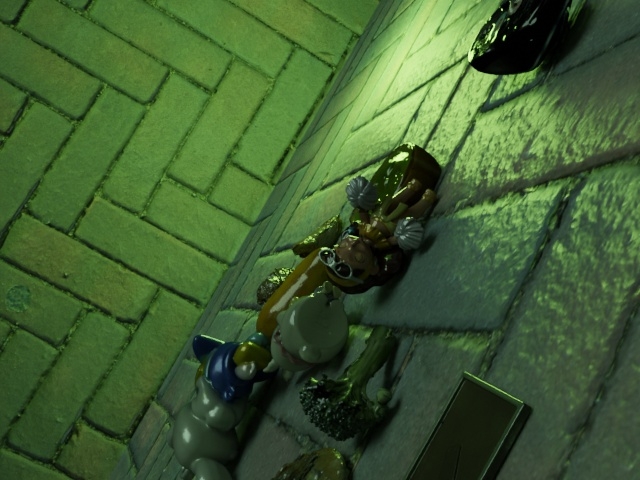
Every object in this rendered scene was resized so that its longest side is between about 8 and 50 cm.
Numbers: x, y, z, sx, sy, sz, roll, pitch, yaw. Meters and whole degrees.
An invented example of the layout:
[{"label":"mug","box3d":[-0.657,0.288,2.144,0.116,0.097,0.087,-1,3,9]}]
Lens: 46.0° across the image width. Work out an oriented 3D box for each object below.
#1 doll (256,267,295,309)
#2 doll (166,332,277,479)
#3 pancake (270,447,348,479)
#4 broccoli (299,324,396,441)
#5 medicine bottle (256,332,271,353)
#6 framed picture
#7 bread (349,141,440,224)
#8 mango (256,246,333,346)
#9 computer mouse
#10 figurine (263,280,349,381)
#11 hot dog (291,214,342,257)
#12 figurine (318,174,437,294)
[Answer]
[{"label":"doll","box3d":[-0.085,0.121,1.816,0.221,0.105,0.114,-7,-67,-80]},{"label":"doll","box3d":[-0.214,0.358,1.656,0.376,0.187,0.365,17,84,50]},{"label":"pancake","box3d":[-0.047,0.416,1.067,0.282,0.049,0.282,-54,13,19]},{"label":"broccoli","box3d":[0.057,0.200,1.095,0.204,0.118,0.122,-48,-9,-41]},{"label":"medicine bottle","box3d":[-0.142,0.254,1.850,0.208,0.054,0.090,-45,16,47]},{"label":"framed picture","box3d":[0.138,0.245,0.806,0.203,0.015,0.150,-59,12,-5]},{"label":"bread","box3d":[0.142,-0.086,1.489,0.236,0.070,0.236,-55,14,20]},{"label":"mango","box3d":[-0.039,0.126,1.630,0.262,0.109,0.157,-48,5,17]},{"label":"computer mouse","box3d":[0.339,-0.341,1.249,0.137,0.096,0.233,-66,17,-7]},{"label":"figurine","box3d":[-0.037,0.180,1.438,0.235,0.127,0.155,136,143,-60]},{"label":"hot dog","box3d":[0.001,0.001,1.874,0.169,0.061,0.078,-36,9,-26]},{"label":"figurine","box3d":[0.103,-0.012,1.322,0.240,0.175,0.116,-50,-27,-2]}]
